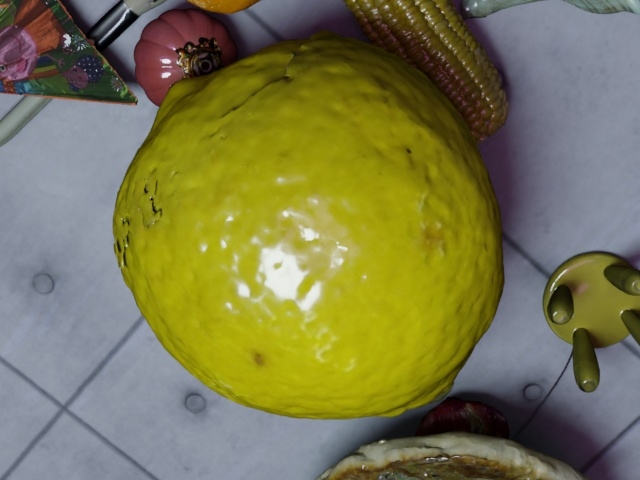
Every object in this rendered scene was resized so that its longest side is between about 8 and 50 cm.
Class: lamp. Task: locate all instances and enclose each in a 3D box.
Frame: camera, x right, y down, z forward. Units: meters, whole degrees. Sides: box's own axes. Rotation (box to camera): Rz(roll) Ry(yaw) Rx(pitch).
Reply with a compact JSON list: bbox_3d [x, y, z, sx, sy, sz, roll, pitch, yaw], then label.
[{"bbox_3d":[-0.134,-0.178,0.943,0.107,0.092,0.108,-10,110,-29],"label":"lamp"}]

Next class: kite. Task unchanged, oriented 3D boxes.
[{"bbox_3d":[-0.329,-0.226,0.966,0.234,0.016,0.321,-38,91,18],"label":"kite"}]

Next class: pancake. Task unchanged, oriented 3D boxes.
[{"bbox_3d":[0.141,0.316,1.032,0.356,0.065,0.356,5,133,5],"label":"pancake"}]

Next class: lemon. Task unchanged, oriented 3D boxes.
[{"bbox_3d":[0.000,0.000,0.863,0.350,0.350,0.387,-38,96,14],"label":"lemon"}]

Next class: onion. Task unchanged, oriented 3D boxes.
[{"bbox_3d":[0.155,0.217,1.044,0.107,0.097,0.107,-12,143,-10],"label":"onion"}]

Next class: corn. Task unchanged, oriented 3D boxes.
[{"bbox_3d":[0.091,-0.218,0.918,0.101,0.101,0.292,-33,105,13],"label":"corn"}]

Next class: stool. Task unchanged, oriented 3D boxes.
[{"bbox_3d":[0.294,0.079,0.980,0.134,0.110,0.135,20,108,-3],"label":"stool"}]

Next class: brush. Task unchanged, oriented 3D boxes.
[{"bbox_3d":[-0.252,-0.186,0.980,0.299,0.039,0.042,-41,101,15],"label":"brush"}]

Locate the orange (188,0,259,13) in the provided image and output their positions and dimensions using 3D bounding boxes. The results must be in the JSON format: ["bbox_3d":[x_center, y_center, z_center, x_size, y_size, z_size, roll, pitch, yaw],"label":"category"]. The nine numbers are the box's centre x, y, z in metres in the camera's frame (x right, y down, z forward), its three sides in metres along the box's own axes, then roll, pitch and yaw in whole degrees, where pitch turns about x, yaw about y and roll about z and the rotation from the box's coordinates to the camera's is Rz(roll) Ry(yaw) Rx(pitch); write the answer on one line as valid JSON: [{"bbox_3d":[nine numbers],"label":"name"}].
[{"bbox_3d":[-0.098,-0.280,0.893,0.135,0.135,0.117,44,143,-9],"label":"orange"}]

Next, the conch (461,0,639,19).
[{"bbox_3d":[0.253,-0.279,0.878,0.233,0.114,0.137,5,94,9],"label":"conch"}]
